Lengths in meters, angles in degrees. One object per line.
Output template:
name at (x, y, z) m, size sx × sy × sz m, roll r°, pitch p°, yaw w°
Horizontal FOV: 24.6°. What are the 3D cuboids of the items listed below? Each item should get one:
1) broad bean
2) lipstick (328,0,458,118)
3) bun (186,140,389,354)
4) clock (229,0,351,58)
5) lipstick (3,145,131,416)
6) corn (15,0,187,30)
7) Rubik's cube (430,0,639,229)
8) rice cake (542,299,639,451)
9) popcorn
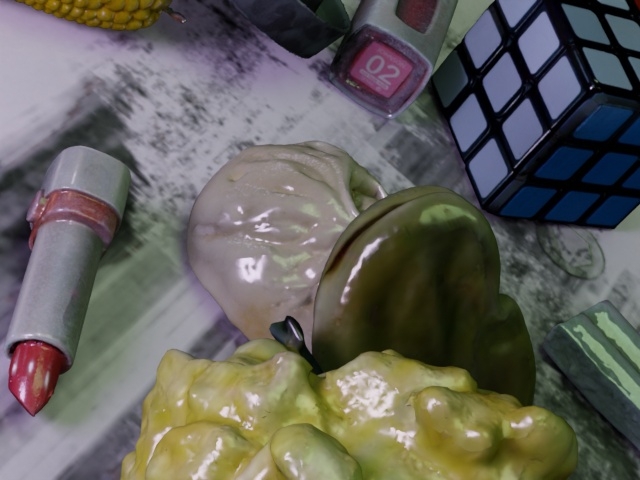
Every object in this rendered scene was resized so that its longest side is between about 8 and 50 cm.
broad bean at (0.067, 0.069, 0.956) m, size 0.153 × 0.072 × 0.207 m, roll -4°, pitch 96°, yaw -11°
lipstick at (0.079, -0.211, 1.304) m, size 0.079 × 0.077 × 0.253 m, roll 33°, pitch 38°, yaw -8°
bun at (0.000, 0.000, 1.022) m, size 0.183 × 0.102 × 0.183 m, roll 19°, pitch 44°, yaw -19°
clock at (-0.060, -0.239, 1.186) m, size 0.215 × 0.042 × 0.215 m, roll 45°, pitch 16°, yaw -17°
lipstick at (-0.164, 0.029, 0.904) m, size 0.057 × 0.063 × 0.186 m, roll 24°, pitch 46°, yaw -18°
corn at (-0.238, -0.228, 1.061) m, size 0.310 × 0.101 × 0.101 m, roll 15°, pitch 45°, yaw -24°
Rubik's cube at (0.217, -0.121, 1.258) m, size 0.162 × 0.160 × 0.163 m, roll 8°, pitch 49°, yaw -33°
rice cake at (0.272, 0.142, 1.145) m, size 0.226 × 0.040 × 0.085 m, roll 48°, pitch 41°, yaw 10°
popcorn at (0.006, 0.169, 0.746) m, size 0.237 × 0.293 × 0.293 m, roll -39°, pitch 80°, yaw -26°
